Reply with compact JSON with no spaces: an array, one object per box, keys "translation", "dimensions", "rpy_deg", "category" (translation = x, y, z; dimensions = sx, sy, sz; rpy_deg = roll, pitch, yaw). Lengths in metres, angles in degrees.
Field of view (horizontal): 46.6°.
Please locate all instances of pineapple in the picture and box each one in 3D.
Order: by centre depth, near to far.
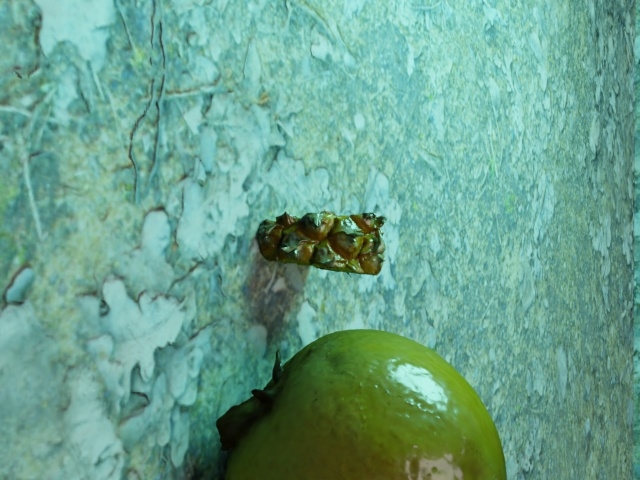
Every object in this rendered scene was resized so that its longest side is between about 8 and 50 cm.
[{"translation":[0.000,0.000,0.810],"dimensions":[0.116,0.137,0.069],"rpy_deg":[135,-38,-80],"category":"pineapple"}]

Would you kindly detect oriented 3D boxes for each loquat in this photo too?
[{"translation":[0.033,0.213,0.705],"dimensions":[0.274,0.274,0.275],"rpy_deg":[6,83,-54],"category":"loquat"}]
